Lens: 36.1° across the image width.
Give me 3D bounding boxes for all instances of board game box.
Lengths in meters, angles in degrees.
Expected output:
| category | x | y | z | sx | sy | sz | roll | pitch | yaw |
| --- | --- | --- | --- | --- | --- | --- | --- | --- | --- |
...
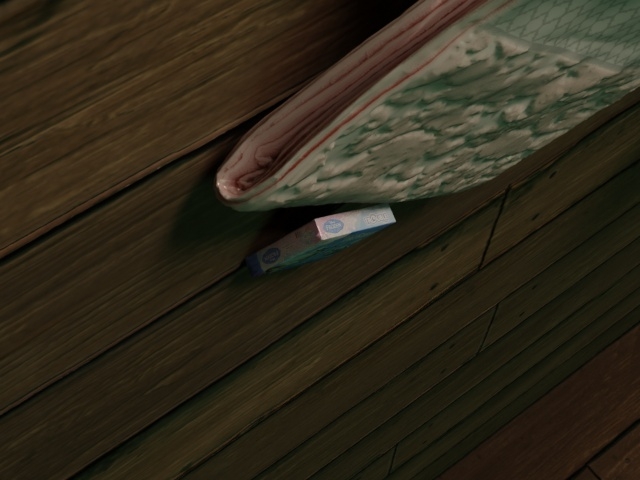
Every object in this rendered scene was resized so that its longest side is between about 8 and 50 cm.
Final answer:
| category | x | y | z | sx | sy | sz | roll | pitch | yaw |
| --- | --- | --- | --- | --- | --- | --- | --- | --- | --- |
| board game box | 0.000 | 0.000 | 0.796 | 0.090 | 0.020 | 0.090 | -14 | 168 | -46 |

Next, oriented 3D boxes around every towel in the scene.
| category | x | y | z | sx | sy | sz | roll | pitch | yaw |
| --- | --- | --- | --- | --- | --- | --- | --- | --- | --- |
| towel | 0.134 | -0.111 | 0.697 | 0.317 | 0.053 | 0.332 | -32 | 164 | 34 |
